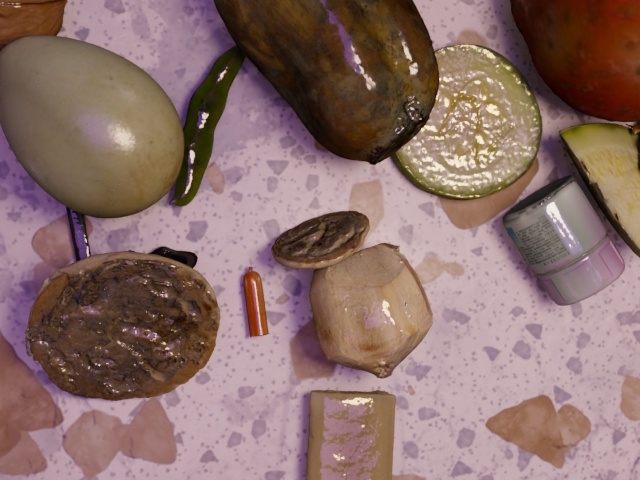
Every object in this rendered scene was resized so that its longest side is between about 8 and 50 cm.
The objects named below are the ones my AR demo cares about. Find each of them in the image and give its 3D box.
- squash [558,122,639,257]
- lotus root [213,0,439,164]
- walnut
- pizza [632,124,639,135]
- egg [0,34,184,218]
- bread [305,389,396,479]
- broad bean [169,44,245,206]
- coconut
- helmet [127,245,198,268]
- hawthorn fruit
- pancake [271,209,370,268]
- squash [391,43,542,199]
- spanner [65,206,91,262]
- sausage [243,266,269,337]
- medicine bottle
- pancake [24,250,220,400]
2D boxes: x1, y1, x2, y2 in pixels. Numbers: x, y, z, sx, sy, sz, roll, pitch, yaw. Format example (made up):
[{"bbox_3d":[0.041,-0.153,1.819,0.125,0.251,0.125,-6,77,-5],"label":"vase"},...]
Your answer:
[{"bbox_3d":[0.498,-0.107,1.390,0.155,0.204,0.237,-31,89,12],"label":"squash"},{"bbox_3d":[0.027,-0.282,1.283,0.250,0.250,0.346,-33,90,-9],"label":"lotus root"},{"bbox_3d":[-0.466,-0.348,1.250,0.207,0.167,0.167,2,87,-11],"label":"walnut"},{"bbox_3d":[0.564,-0.166,1.410,0.154,0.069,0.194,47,50,-6],"label":"pizza"},{"bbox_3d":[-0.328,-0.164,1.229,0.295,0.218,0.218,41,82,-6],"label":"egg"},{"bbox_3d":[0.045,0.318,1.345,0.139,0.060,0.178,6,86,-9],"label":"bread"},{"bbox_3d":[-0.176,-0.191,1.344,0.060,0.043,0.297,22,83,-17],"label":"broad bean"},{"bbox_3d":[0.074,0.110,1.302,0.194,0.194,0.194,0,87,-9],"label":"coconut"},{"bbox_3d":[-0.244,0.058,1.301,0.123,0.098,0.070,-1,114,-12],"label":"helmet"},{"bbox_3d":[0.481,-0.385,1.281,0.403,0.403,0.402,0,87,-9],"label":"hawthorn fruit"},{"bbox_3d":[0.000,0.000,1.310,0.158,0.158,0.028,-25,116,-9],"label":"pancake"},{"bbox_3d":[0.225,-0.188,1.401,0.252,0.049,0.252,0,87,-8],"label":"squash"},{"bbox_3d":[-0.358,0.016,1.320,0.054,0.015,0.254,-11,89,-11],"label":"spanner"},{"bbox_3d":[-0.101,0.093,1.348,0.031,0.031,0.107,-8,87,-9],"label":"sausage"},{"bbox_3d":[0.381,0.002,1.374,0.135,0.135,0.168,-34,92,-9],"label":"medicine bottle"},{"bbox_3d":[-0.277,0.125,1.255,0.282,0.049,0.282,-3,121,-5],"label":"pancake"}]
